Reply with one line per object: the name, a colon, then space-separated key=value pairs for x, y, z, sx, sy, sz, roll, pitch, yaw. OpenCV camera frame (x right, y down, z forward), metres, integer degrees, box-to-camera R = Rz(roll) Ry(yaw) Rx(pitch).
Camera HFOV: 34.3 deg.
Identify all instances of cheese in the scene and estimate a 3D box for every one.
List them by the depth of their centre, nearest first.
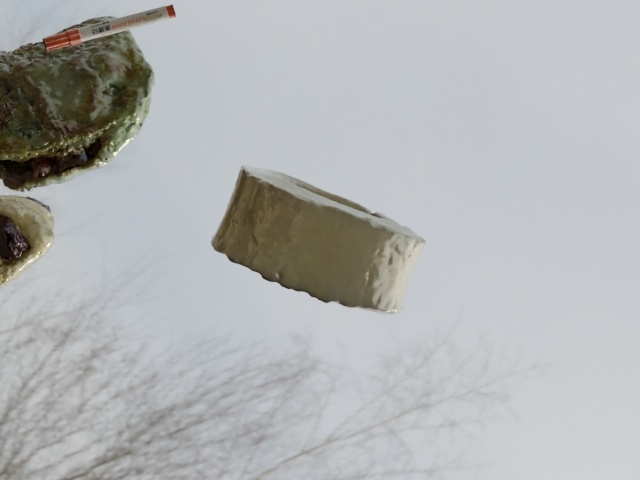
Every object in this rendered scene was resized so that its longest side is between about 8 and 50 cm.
cheese: x=0.001 y=-0.003 z=1.700 sx=0.292 sy=0.332 sz=0.153 roll=-81 pitch=-167 yaw=-84

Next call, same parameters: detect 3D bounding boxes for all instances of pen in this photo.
pen: x=-0.371 y=-0.377 z=1.833 sx=0.028 sy=0.239 sz=0.028 roll=162 pitch=-90 yaw=-77

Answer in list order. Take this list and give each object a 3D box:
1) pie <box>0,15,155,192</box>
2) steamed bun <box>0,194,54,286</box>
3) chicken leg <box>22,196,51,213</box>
pie: x=-0.519 y=-0.294 z=2.072 sx=0.395 sy=0.418 sz=0.180 roll=44 pitch=-21 yaw=37
steamed bun: x=-0.483 y=-0.001 z=1.585 sx=0.172 sy=0.155 sz=0.140 roll=-132 pitch=-158 yaw=-74
chicken leg: x=-0.690 y=-0.072 z=2.186 sx=0.106 sy=0.253 sz=0.051 roll=74 pitch=22 yaw=-77
